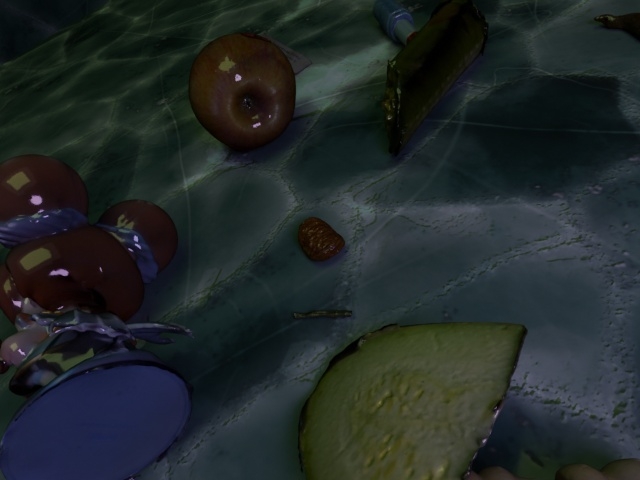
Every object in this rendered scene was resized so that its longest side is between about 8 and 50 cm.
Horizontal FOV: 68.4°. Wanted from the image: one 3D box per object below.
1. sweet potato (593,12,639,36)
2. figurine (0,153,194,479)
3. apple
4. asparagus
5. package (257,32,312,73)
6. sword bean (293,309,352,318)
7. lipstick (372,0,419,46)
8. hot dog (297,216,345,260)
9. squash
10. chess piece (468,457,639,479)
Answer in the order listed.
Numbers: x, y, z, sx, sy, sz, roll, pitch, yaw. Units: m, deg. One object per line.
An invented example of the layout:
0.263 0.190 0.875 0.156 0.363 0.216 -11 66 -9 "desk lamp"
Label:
0.558 -0.379 0.827 0.041 0.038 0.153 -11 38 -20 "sweet potato"
-0.308 0.078 0.609 0.248 0.277 0.388 -52 44 5 "figurine"
-0.147 -0.286 0.908 0.211 0.211 0.187 -27 42 -4 "apple"
0.191 -0.310 0.857 0.382 0.128 0.108 -52 16 -25 "asparagus"
-0.176 -0.430 1.162 0.251 0.062 0.204 31 66 36 "package"
0.003 0.097 0.619 0.083 0.012 0.012 -6 47 19 "sword bean"
0.182 -0.472 1.046 0.061 0.068 0.274 -18 44 2 "lipstick"
0.000 0.000 0.694 0.058 0.035 0.083 -34 45 -10 "hot dog"
0.051 0.165 0.435 0.155 0.204 0.237 32 61 16 "squash"
0.199 0.216 0.373 0.171 0.094 0.094 -14 45 4 "chess piece"
